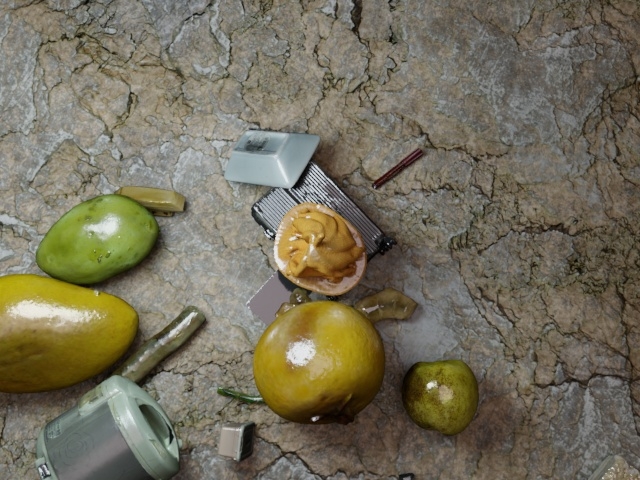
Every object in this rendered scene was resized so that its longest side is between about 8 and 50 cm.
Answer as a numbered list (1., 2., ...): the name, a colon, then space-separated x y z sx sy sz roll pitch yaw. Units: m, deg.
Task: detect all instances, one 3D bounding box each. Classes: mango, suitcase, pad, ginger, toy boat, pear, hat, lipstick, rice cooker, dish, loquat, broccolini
1. mango: -0.676 0.222 1.496 0.445 0.220 0.301 -8 101 -12
2. suitcase: 0.002 -0.031 1.615 0.229 0.152 0.335 -43 85 -10
3. pad: -0.112 0.155 1.652 0.112 0.003 0.157 42 80 5
4. ginger: 0.172 0.181 1.630 0.190 0.069 0.095 -14 106 -6
5. toy boat: -0.465 -0.106 1.642 0.200 0.077 0.057 6 63 0
6. pear: 0.305 0.399 1.539 0.197 0.197 0.197 1 80 -3
7. hat: 0.000 0.000 1.419 0.233 0.233 0.244 -4 80 -2
8. lipstick: 0.216 -0.202 1.722 0.176 0.027 0.027 -37 84 -7
9. rice cooker: -0.490 0.487 1.436 0.277 0.288 0.288 -33 83 -10
10. dish: -0.143 -0.238 1.604 0.243 0.080 0.182 10 61 35
11. loquat: -0.011 0.277 1.485 0.328 0.328 0.359 -18 59 -6
12. broccolini: -0.144 0.415 1.581 0.254 0.057 0.071 13 37 -4

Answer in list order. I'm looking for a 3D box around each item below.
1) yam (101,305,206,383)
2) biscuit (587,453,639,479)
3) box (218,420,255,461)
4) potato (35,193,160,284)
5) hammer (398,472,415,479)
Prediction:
1. yam: -0.432 0.291 1.579 0.317 0.067 0.071 -42 114 -9
2. biscuit: 0.676 0.748 1.551 0.144 0.078 0.426 44 80 6
3. box: -0.211 0.503 1.530 0.062 0.122 0.089 4 80 9
4. potato: -0.567 -0.001 1.552 0.304 0.216 0.216 -23 82 7
5. hammer: 0.075 0.683 1.551 0.365 0.043 0.111 -9 81 -3
